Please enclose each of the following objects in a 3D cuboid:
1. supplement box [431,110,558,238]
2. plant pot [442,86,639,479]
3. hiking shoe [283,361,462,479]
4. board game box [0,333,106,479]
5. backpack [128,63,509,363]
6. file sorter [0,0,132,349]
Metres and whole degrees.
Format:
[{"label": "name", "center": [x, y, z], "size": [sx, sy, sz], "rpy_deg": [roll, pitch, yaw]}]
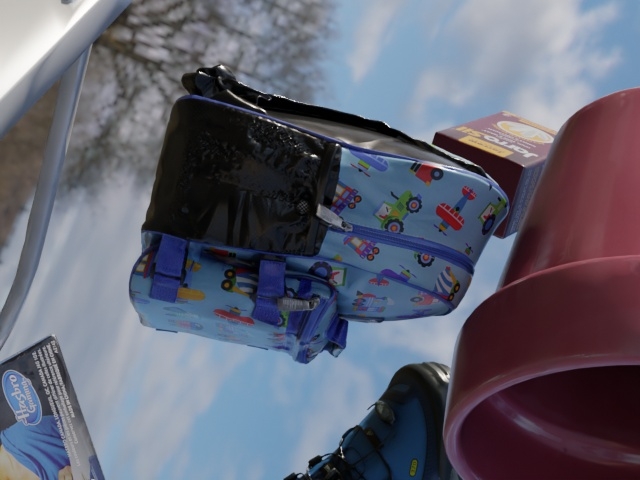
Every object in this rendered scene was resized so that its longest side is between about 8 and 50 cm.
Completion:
[{"label": "supplement box", "center": [0.189, -0.072, 1.472], "size": [0.188, 0.104, 0.081], "rpy_deg": [-22, 131, -59]}, {"label": "plant pot", "center": [0.169, 0.032, 0.698], "size": [0.201, 0.201, 0.180], "rpy_deg": [130, -23, -53]}, {"label": "hiking shoe", "center": [0.005, 0.220, 1.078], "size": [0.304, 0.132, 0.113], "rpy_deg": [-60, -144, 8]}, {"label": "board game box", "center": [-0.156, 0.151, 0.493], "size": [0.060, 0.194, 0.194], "rpy_deg": [-34, -106, 52]}, {"label": "backpack", "center": [0.000, 0.000, 0.710], "size": [0.158, 0.173, 0.117], "rpy_deg": [129, -26, -77]}, {"label": "file sorter", "center": [-0.228, -0.033, 0.411], "size": [0.193, 0.277, 0.173], "rpy_deg": [-61, 174, -49]}]
